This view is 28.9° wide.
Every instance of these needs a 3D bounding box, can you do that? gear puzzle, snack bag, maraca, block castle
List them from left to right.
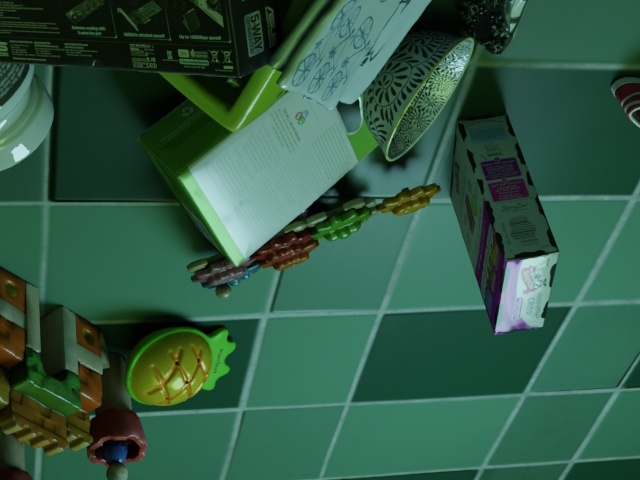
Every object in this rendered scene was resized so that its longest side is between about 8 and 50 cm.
[{"bbox_3d":[-0.473,0.227,1.687,0.303,0.213,0.453,-29,139,19],"label":"block castle"},{"bbox_3d":[-0.202,0.180,1.804,0.185,0.099,0.127,-4,122,-41],"label":"maraca"},{"bbox_3d":[0.000,0.000,1.615,0.339,0.044,0.175,-21,172,1],"label":"gear puzzle"},{"bbox_3d":[0.087,-0.257,1.159,0.323,0.037,0.342,-54,171,7],"label":"snack bag"}]

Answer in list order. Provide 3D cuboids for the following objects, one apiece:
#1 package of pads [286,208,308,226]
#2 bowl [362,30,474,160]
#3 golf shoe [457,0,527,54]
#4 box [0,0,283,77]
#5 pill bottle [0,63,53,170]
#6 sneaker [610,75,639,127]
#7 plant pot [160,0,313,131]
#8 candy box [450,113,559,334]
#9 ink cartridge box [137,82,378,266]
[{"bbox_3d":[-0.060,-0.035,1.633,0.083,0.032,0.050,-3,142,-13],"label":"package of pads"},{"bbox_3d":[0.096,-0.183,1.438,0.170,0.080,0.170,-51,167,-17],"label":"bowl"},{"bbox_3d":[0.210,-0.278,1.378,0.094,0.077,0.198,-42,168,-15],"label":"golf shoe"},{"bbox_3d":[-0.189,-0.272,1.070,0.307,0.076,0.242,7,116,30],"label":"box"},{"bbox_3d":[-0.382,-0.200,1.233,0.162,0.162,0.278,-17,141,5],"label":"pill bottle"},{"bbox_3d":[0.433,-0.174,1.579,0.118,0.067,0.042,-2,140,-14],"label":"sneaker"},{"bbox_3d":[-0.059,-0.276,1.166,0.207,0.227,0.228,-35,165,-48],"label":"plant pot"},{"bbox_3d":[0.228,-0.022,1.572,0.071,0.233,0.159,-9,142,-6],"label":"candy box"},{"bbox_3d":[-0.061,-0.121,1.488,0.255,0.097,0.189,-40,141,-10],"label":"ink cartridge box"}]
